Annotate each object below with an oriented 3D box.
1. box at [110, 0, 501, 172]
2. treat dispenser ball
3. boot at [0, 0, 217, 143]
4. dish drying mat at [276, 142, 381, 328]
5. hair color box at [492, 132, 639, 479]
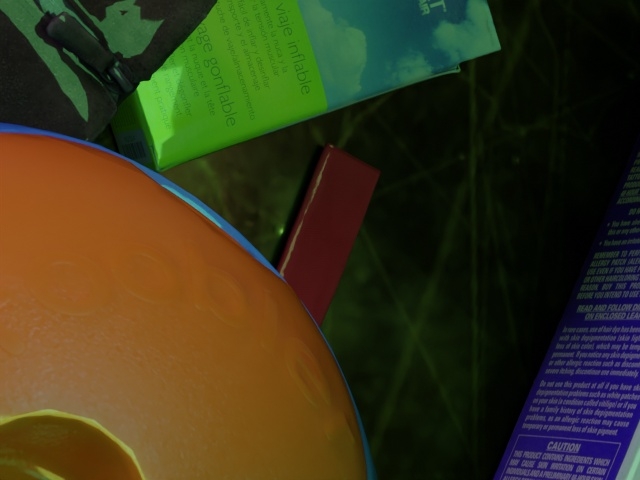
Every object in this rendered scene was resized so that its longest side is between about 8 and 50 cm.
[{"bbox_3d":[-0.016,-0.105,0.870,0.178,0.042,0.109,-21,97,-27],"label":"box"},{"bbox_3d":[-0.123,0.103,0.665,0.288,0.288,0.288,1,87,-29],"label":"treat dispenser ball"},{"bbox_3d":[-0.119,-0.164,0.783,0.207,0.090,0.248,40,82,-14],"label":"boot"},{"bbox_3d":[0.000,0.000,0.895,0.032,0.008,0.083,28,74,-26],"label":"dish drying mat"},{"bbox_3d":[0.209,0.074,0.951,0.185,0.110,0.339,32,75,-23],"label":"hair color box"}]
